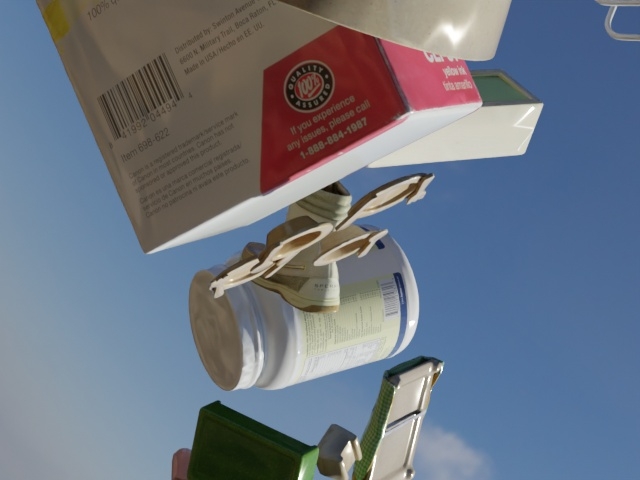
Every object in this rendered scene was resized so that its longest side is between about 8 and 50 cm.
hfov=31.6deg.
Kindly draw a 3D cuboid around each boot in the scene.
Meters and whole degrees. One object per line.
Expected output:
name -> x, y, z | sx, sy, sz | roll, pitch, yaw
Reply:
boot -> -0.032, -0.012, 1.457 | 0.213, 0.077, 0.165 | 28, -66, 56

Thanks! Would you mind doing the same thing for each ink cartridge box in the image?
ink cartridge box -> -0.081, -0.223, 0.937 | 0.279, 0.160, 0.384 | -25, -93, 32

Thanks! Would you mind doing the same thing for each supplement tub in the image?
supplement tub -> -0.029, 0.112, 1.859 | 0.235, 0.325, 0.235 | 32, -52, 53

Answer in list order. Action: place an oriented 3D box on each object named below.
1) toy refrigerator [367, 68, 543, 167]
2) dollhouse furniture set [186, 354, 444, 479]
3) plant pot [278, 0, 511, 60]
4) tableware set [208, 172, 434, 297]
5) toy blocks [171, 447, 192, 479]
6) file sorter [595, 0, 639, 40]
toy refrigerator -> 0.159, -0.172, 1.522 | 0.102, 0.270, 0.094 | 51, -43, 42
dollhouse furniture set -> 0.001, 0.100, 0.578 | 0.059, 0.152, 0.076 | 19, -75, 27
plant pot -> 0.035, -0.279, 0.633 | 0.256, 0.257, 0.274 | 40, -63, 41
tableware set -> 0.000, 0.000, 0.814 | 0.020, 0.169, 0.141 | 64, -27, 10
toy blocks -> -0.179, 0.370, 1.572 | 0.288, 0.309, 0.260 | 87, 8, -56
file sorter -> 0.371, -0.367, 1.217 | 0.173, 0.192, 0.277 | 10, -25, 37
